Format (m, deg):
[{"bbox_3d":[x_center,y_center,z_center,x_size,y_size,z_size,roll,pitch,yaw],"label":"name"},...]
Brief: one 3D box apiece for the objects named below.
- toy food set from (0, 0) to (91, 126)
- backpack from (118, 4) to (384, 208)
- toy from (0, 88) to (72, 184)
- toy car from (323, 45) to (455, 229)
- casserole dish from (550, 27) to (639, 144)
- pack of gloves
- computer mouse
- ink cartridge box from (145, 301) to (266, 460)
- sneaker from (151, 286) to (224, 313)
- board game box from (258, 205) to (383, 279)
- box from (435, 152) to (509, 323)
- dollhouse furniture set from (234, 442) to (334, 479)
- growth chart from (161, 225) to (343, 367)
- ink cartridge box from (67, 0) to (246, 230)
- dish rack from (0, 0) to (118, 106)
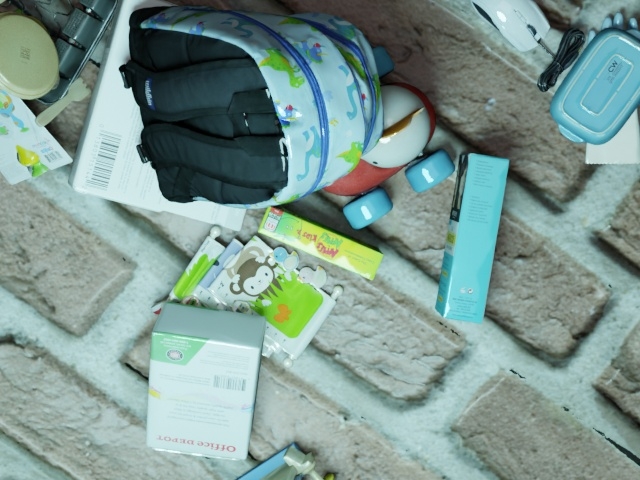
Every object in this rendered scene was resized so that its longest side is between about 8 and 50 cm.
[{"bbox_3d":[-0.416,-0.255,1.280,0.039,0.132,0.192,-11,120,39],"label":"toy food set"},{"bbox_3d":[-0.088,-0.176,1.199,0.274,0.355,0.290,-14,104,-19],"label":"backpack"},{"bbox_3d":[-0.468,-0.197,1.335,0.137,0.056,0.237,-15,122,31],"label":"toy"},{"bbox_3d":[0.073,-0.146,1.299,0.210,0.238,0.219,-31,94,1],"label":"toy car"},{"bbox_3d":[0.426,-0.231,1.383,0.114,0.037,0.188,35,100,7],"label":"casserole dish"},{"bbox_3d":[0.504,-0.232,1.407,0.195,0.046,0.232,1,95,13],"label":"pack of gloves"},{"bbox_3d":[0.304,-0.322,1.387,0.193,0.042,0.106,41,94,-4],"label":"computer mouse"},{"bbox_3d":[-0.169,0.209,1.360,0.154,0.093,0.212,8,117,-1],"label":"ink cartridge box"},{"bbox_3d":[-0.194,0.111,1.412,0.119,0.042,0.067,-16,91,-2],"label":"sneaker"},{"bbox_3d":[0.000,0.000,1.382,0.181,0.092,0.043,23,95,-3],"label":"board game box"},{"bbox_3d":[0.224,-0.005,1.381,0.060,0.100,0.244,8,94,-1],"label":"box"},{"bbox_3d":[-0.100,0.483,1.321,0.303,0.286,0.198,-36,94,13],"label":"dollhouse furniture set"},{"bbox_3d":[-0.097,0.081,1.399,0.237,0.021,0.172,28,81,-10],"label":"growth chart"},{"bbox_3d":[-0.207,-0.186,1.378,0.261,0.066,0.296,15,95,-24],"label":"ink cartridge box"},{"bbox_3d":[-0.460,-0.349,1.360,0.272,0.074,0.208,31,92,-1],"label":"dish rack"}]
